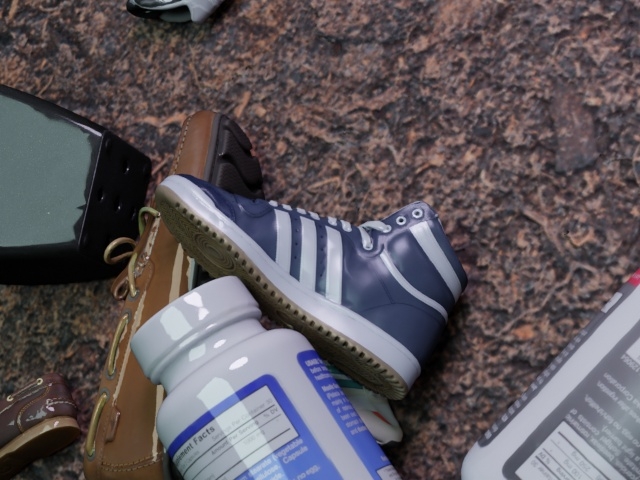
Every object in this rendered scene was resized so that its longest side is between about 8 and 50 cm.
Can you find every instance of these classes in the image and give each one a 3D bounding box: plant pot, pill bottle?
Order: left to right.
[{"bbox_3d":[-0.280,-0.049,1.426,0.167,0.187,0.188,8,80,17],"label":"plant pot"},{"bbox_3d":[-0.042,0.170,1.165,0.152,0.152,0.272,-38,76,14],"label":"pill bottle"},{"bbox_3d":[0.221,0.175,1.071,0.318,0.176,0.176,-47,60,3],"label":"pill bottle"}]

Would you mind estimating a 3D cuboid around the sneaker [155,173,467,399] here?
[{"bbox_3d":[0.000,0.000,1.241,0.282,0.099,0.153,38,70,1],"label":"sneaker"}]

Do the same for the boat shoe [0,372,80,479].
[{"bbox_3d":[-0.339,0.209,1.443,0.207,0.073,0.073,-29,63,11],"label":"boat shoe"}]

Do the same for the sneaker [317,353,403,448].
[{"bbox_3d":[0.030,0.116,1.273,0.075,0.057,0.161,-51,57,14],"label":"sneaker"}]

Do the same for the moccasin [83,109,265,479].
[{"bbox_3d":[-0.145,0.055,1.339,0.147,0.139,0.380,2,77,27],"label":"moccasin"}]

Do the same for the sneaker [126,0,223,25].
[{"bbox_3d":[-0.181,-0.311,1.491,0.132,0.086,0.228,-51,60,10],"label":"sneaker"}]
